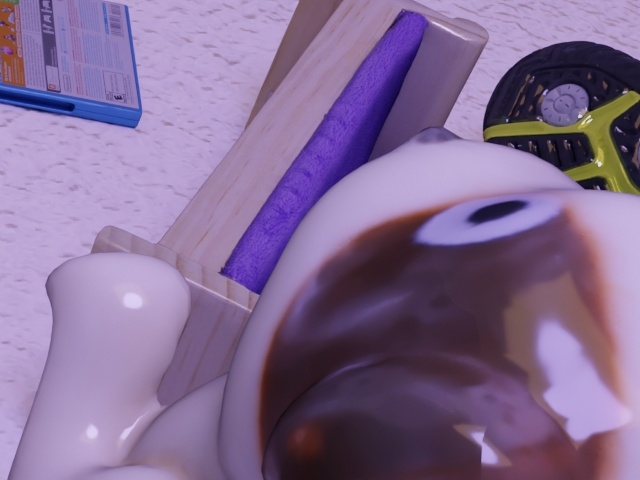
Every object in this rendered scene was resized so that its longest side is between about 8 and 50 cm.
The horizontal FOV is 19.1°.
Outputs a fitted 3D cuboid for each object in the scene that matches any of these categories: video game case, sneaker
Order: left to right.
[{"bbox_3d":[-0.200,-0.129,1.223,0.166,0.015,0.119,10,40,-20],"label":"video game case"},{"bbox_3d":[0.243,0.031,1.199,0.145,0.147,0.384,-40,67,-2],"label":"sneaker"}]

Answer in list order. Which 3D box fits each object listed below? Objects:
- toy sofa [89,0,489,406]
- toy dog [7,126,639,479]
[{"bbox_3d":[0.000,0.000,1.072,0.177,0.150,0.362,27,37,4],"label":"toy sofa"},{"bbox_3d":[0.022,0.146,0.693,0.285,0.408,0.395,2,42,-27],"label":"toy dog"}]
